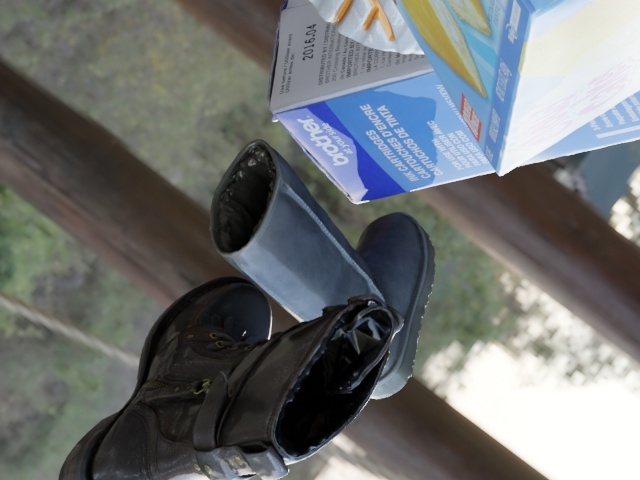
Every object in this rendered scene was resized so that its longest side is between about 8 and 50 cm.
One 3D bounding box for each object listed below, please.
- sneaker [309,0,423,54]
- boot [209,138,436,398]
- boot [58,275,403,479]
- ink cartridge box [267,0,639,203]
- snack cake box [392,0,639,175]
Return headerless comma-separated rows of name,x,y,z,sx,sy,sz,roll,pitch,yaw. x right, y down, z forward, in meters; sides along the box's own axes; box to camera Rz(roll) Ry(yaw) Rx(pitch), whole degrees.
sneaker,0.010,-0.197,0.863,0.083,0.215,0.084,-31,167,-30
boot,0.002,-0.002,1.156,0.076,0.208,0.190,-27,-143,28
boot,-0.034,0.086,0.988,0.229,0.091,0.263,-27,-160,39
ink cartridge box,0.119,-0.195,1.189,0.151,0.395,0.270,48,40,-47
snack cake box,0.069,-0.131,0.582,0.089,0.152,0.264,-32,171,0
